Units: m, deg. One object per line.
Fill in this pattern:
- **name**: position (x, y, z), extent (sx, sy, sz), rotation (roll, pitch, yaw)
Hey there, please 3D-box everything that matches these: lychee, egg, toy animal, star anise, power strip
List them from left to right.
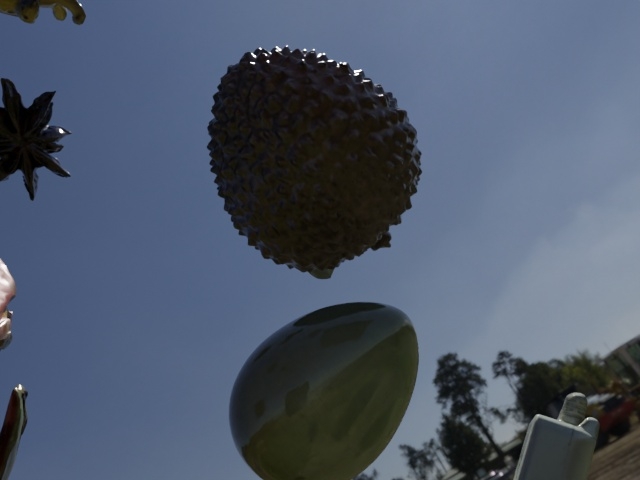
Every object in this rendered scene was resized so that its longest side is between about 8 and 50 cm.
- **star anise**: position (-0.685, -0.231, 1.426), extent (0.213, 0.129, 0.282), rotation (-16, -71, -19)
- **toy animal**: position (-0.545, -0.522, 1.253), extent (0.233, 0.121, 0.168), rotation (-51, -32, -4)
- **lychee**: position (-0.018, -0.141, 1.104), extent (0.380, 0.432, 0.380), rotation (-41, 14, 13)
- **egg**: position (0.010, 0.202, 0.843), extent (0.295, 0.218, 0.218), rotation (-48, -26, 3)
- **power strip**: position (0.181, 0.294, 0.554), extent (0.338, 0.058, 0.098), rotation (-67, -22, -15)

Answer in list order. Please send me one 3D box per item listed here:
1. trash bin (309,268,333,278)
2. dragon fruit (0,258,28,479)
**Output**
- **trash bin**: position (0.000, 0.000, 1.348), extent (0.059, 0.129, 0.116), rotation (-8, -42, 44)
- **dragon fruit**: position (-0.268, 0.062, 0.291), extent (0.226, 0.305, 0.305), rotation (-27, -24, 8)
